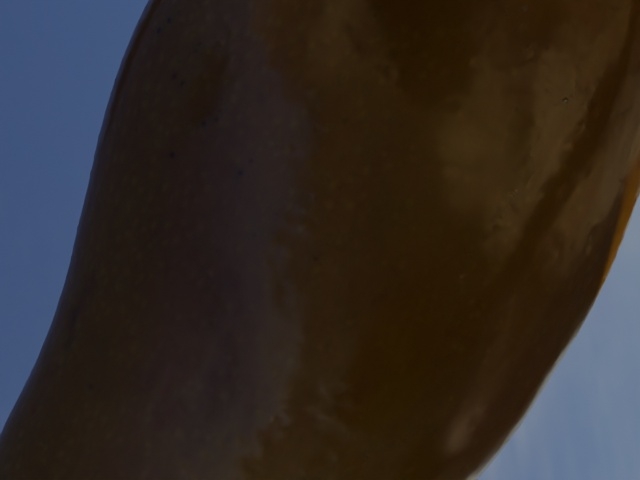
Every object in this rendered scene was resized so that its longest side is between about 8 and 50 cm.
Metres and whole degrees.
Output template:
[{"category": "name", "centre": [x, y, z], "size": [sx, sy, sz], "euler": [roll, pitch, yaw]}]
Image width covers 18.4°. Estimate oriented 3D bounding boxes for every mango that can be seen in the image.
[{"category": "mango", "centre": [0.000, 0.000, 0.377], "size": [0.184, 0.102, 0.085], "euler": [-60, -9, -2]}]
